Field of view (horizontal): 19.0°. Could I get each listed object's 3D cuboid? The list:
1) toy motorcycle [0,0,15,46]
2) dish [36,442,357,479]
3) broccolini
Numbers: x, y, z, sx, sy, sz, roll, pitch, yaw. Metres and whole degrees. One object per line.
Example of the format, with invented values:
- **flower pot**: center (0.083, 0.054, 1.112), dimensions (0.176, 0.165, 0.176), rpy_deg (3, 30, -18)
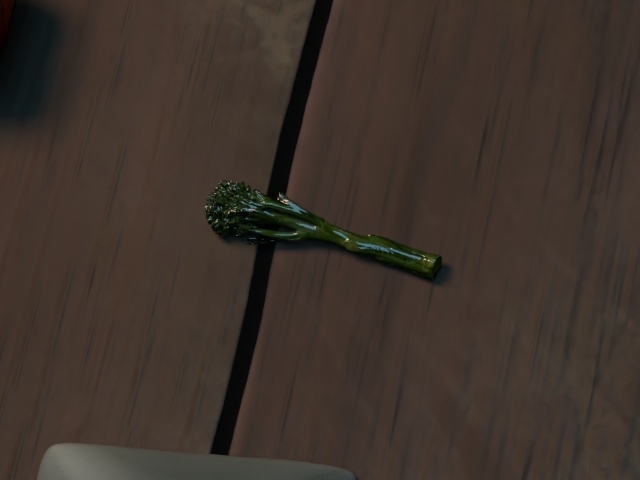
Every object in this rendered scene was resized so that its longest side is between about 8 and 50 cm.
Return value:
- **toy motorcycle**: center (-0.274, -0.171, 1.085), dimensions (0.171, 0.089, 0.298), rpy_deg (-25, 105, 3)
- **dish**: center (-0.079, 0.226, 1.005), dimensions (0.182, 0.080, 0.243), rpy_deg (4, 74, 4)
- **broccolini**: center (0.000, 0.000, 1.094), dimensions (0.140, 0.030, 0.035), rpy_deg (20, 84, 3)
